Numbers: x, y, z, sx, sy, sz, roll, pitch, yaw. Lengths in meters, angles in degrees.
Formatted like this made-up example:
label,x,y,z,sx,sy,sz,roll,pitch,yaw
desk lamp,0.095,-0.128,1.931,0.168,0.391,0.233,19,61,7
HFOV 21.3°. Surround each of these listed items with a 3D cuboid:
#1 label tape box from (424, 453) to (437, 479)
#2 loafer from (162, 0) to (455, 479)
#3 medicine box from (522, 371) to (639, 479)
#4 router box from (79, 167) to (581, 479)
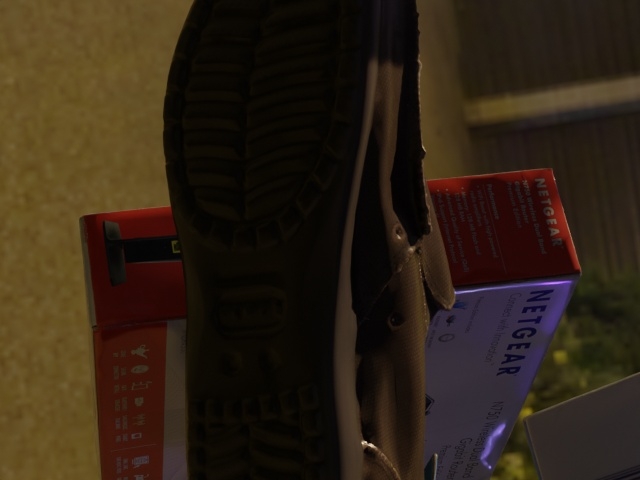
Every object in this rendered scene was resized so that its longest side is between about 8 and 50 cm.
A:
label,x,y,z,sx,sy,sz,roll,pitch,yaw
label tape box,-0.016,0.284,1.033,0.333,0.106,0.240,100,-1,-63
loafer,0.000,0.000,0.917,0.130,0.134,0.365,6,88,-52
medicine box,0.331,0.267,1.508,0.289,0.149,0.263,20,52,-57
router box,-0.007,0.084,1.171,0.335,0.301,0.082,99,-17,-59
